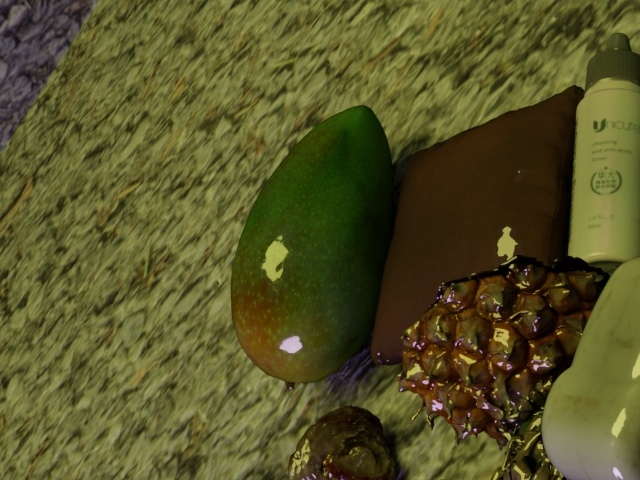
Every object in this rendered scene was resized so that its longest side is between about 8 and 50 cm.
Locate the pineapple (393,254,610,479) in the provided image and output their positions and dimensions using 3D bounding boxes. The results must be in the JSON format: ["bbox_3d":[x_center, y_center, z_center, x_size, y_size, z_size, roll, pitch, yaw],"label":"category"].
[{"bbox_3d":[0.221,0.195,1.495,0.262,0.262,0.271,-42,45,29],"label":"pineapple"}]

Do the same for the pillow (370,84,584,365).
[{"bbox_3d":[0.184,-0.016,1.804,0.308,0.108,0.305,-21,50,50],"label":"pillow"}]

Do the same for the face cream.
[{"bbox_3d":[0.328,-0.099,1.688,0.092,0.092,0.311,-21,52,46],"label":"face cream"}]

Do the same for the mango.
[{"bbox_3d":[0.000,0.000,1.953,0.201,0.225,0.382,10,72,24],"label":"mango"}]

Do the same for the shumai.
[{"bbox_3d":[0.036,0.266,1.812,0.105,0.123,0.139,-9,46,38],"label":"shumai"}]

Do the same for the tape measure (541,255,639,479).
[{"bbox_3d":[0.331,0.159,1.368,0.130,0.258,0.265,1,60,55],"label":"tape measure"}]

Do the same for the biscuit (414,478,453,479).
[{"bbox_3d":[0.124,0.386,1.662,0.150,0.052,0.252,-7,63,51],"label":"biscuit"}]
